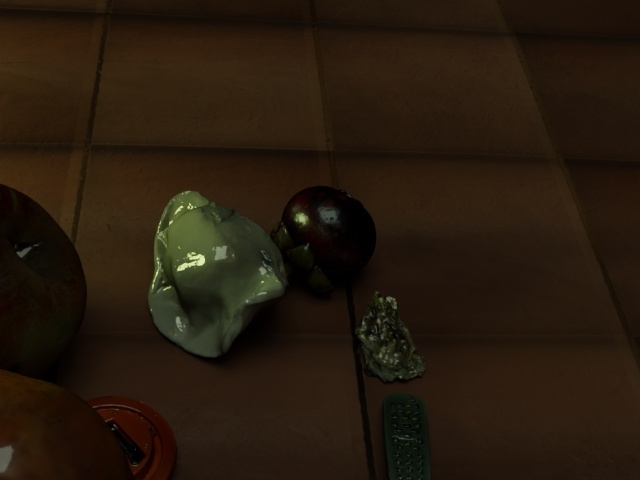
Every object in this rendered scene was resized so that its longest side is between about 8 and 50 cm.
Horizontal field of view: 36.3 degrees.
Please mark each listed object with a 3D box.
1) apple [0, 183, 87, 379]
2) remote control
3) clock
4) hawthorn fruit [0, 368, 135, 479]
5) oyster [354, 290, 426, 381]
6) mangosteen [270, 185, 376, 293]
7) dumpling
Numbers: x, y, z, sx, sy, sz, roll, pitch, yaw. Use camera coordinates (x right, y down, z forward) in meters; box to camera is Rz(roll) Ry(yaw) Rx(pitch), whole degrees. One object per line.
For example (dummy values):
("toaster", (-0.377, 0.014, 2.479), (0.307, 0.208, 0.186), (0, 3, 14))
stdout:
("apple", (-0.535, 0.077, 1.478), (0.277, 0.348, 0.349), (-36, 45, 17))
("remote control", (0.132, 0.327, 1.503), (0.072, 0.042, 0.222), (5, 43, -3))
("clock", (-0.316, 0.316, 1.445), (0.205, 0.051, 0.205), (4, 43, -3))
("hawthorn fruit", (-0.410, 0.333, 1.062), (0.471, 0.472, 0.472), (4, 44, -4))
("oyster", (0.109, 0.167, 1.660), (0.108, 0.053, 0.166), (-19, 56, -12))
("mangosteen", (0.000, 0.000, 1.746), (0.199, 0.200, 0.200), (4, 44, -4))
("dumpling", (-0.185, 0.066, 1.677), (0.243, 0.187, 0.318), (-50, 50, 2))
